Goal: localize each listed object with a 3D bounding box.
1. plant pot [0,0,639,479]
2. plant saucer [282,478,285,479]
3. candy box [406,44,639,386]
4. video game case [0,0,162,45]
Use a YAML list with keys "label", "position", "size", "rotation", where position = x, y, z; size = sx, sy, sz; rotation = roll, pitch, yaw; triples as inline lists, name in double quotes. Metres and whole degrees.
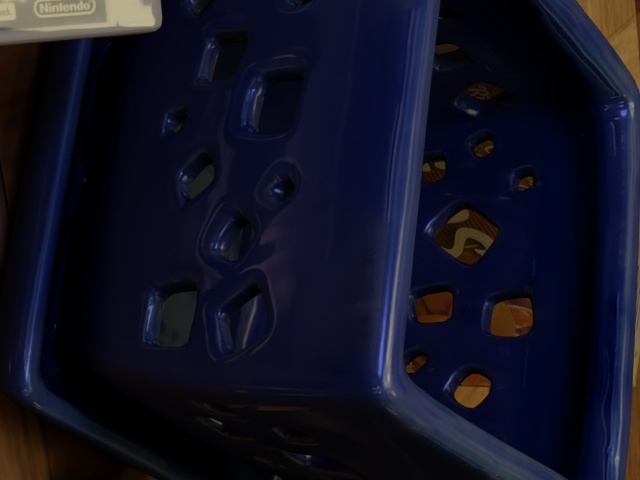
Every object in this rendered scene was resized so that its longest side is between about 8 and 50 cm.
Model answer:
- label: "plant pot"
  position: [0.000, 0.000, 0.845]
  size: [0.236, 0.212, 0.236]
  rotation: [38, 52, -53]
- label: "plant saucer"
  position: [-0.017, 0.064, 0.991]
  size: [0.067, 0.018, 0.192]
  rotation: [126, -34, -48]
- label: "candy box"
  position: [0.067, -0.034, 1.090]
  size: [0.316, 0.183, 0.087]
  rotation: [64, 31, -48]
- label: "video game case"
  position: [-0.143, -0.155, 0.653]
  size: [0.201, 0.023, 0.183]
  rotation: [-11, 100, -41]
